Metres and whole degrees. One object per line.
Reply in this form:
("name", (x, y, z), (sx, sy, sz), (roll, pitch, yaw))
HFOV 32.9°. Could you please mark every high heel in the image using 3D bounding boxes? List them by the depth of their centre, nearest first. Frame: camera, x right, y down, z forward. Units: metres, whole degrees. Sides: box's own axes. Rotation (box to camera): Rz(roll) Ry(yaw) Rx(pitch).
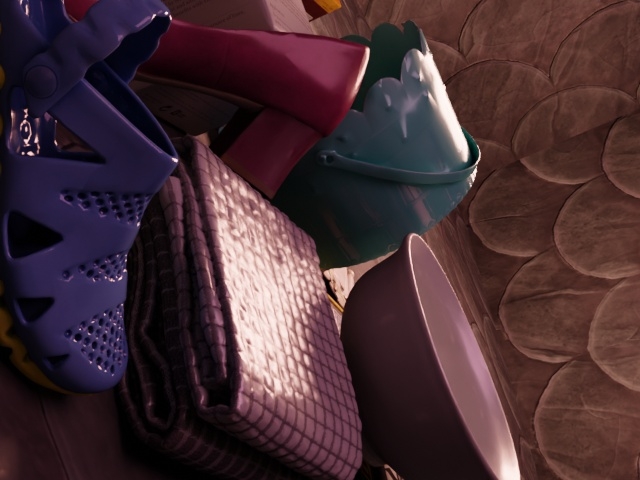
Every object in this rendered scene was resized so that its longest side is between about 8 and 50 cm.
("high heel", (-0.125, -0.211, 0.982), (0.377, 0.181, 0.127), (40, -7, -33))

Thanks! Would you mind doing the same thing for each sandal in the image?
("sandal", (-0.159, -0.048, 0.720), (0.126, 0.138, 0.317), (-64, 150, -74))

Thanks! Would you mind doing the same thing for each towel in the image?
("towel", (-0.083, 0.076, 0.952), (0.235, 0.121, 0.283), (41, 27, -52))

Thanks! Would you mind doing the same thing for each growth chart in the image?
("growth chart", (0.000, 0.000, 1.594), (0.237, 0.021, 0.172), (63, 15, -16))

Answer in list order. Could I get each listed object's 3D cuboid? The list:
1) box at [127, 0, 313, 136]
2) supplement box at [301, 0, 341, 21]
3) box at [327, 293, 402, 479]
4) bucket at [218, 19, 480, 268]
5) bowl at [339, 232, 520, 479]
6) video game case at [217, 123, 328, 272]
("box", (-0.115, -0.215, 1.164), (0.181, 0.182, 0.119), (24, 46, -70))
("supplement box", (-0.109, -0.359, 1.390), (0.191, 0.194, 0.129), (69, 14, 9))
("box", (0.005, 0.198, 1.174), (0.257, 0.079, 0.322), (52, 20, -53))
("bucket", (0.039, -0.110, 1.264), (0.183, 0.281, 0.281), (58, 16, -23))
("bowl", (0.095, 0.152, 1.147), (0.298, 0.134, 0.298), (59, 15, -26))
("video game case", (-0.062, -0.092, 1.431), (0.210, 0.042, 0.232), (38, 32, -54))
